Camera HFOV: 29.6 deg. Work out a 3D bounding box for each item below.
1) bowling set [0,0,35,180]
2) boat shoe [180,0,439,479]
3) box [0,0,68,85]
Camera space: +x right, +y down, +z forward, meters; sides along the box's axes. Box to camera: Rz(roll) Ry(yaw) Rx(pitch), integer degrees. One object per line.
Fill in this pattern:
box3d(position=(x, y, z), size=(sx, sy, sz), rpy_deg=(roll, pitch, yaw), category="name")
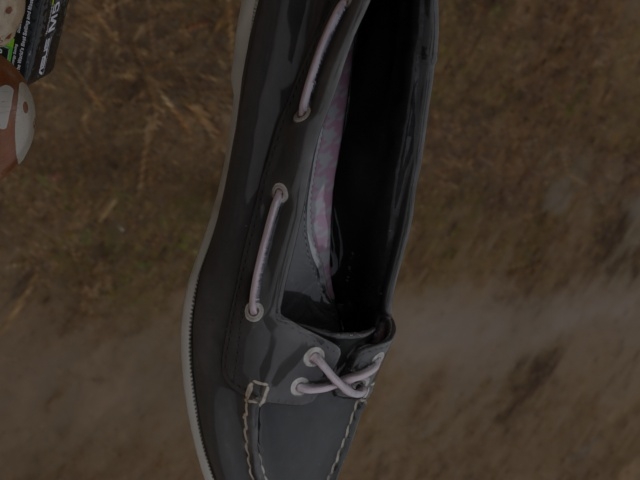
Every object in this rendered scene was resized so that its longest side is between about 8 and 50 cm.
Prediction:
box3d(position=(-0.164, -0.112, 0.478), size=(0.154, 0.200, 0.287), rpy_deg=(-49, 178, -33), category="bowling set")
box3d(position=(0.000, 0.000, 0.654), size=(0.112, 0.095, 0.335), rpy_deg=(4, 91, -46), category="boat shoe")
box3d(position=(-0.226, -0.209, 0.706), size=(0.045, 0.184, 0.191), rpy_deg=(-56, 169, -60), category="box")
